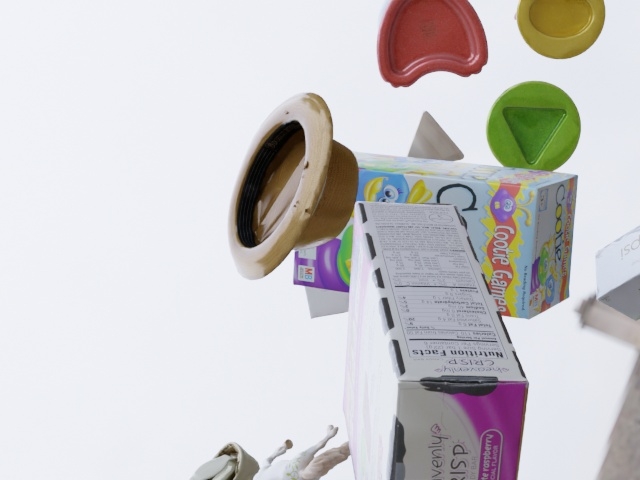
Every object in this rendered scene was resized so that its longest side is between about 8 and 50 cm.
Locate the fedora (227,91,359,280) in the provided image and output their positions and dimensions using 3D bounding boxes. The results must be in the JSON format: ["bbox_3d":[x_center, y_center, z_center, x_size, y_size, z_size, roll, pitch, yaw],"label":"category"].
[{"bbox_3d":[-0.019,-0.046,1.372,0.079,0.194,0.194,17,-84,-27],"label":"fedora"}]

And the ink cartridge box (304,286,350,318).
[{"bbox_3d":[0.000,0.000,1.954,0.115,0.067,0.198,-62,-39,-85],"label":"ink cartridge box"}]

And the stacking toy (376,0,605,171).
[{"bbox_3d":[0.227,-0.235,1.971,0.130,0.309,0.279,-99,9,-79],"label":"stacking toy"}]

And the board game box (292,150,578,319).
[{"bbox_3d":[0.125,-0.011,1.551,0.142,0.275,0.144,-16,-69,-62],"label":"board game box"}]

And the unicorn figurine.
[{"bbox_3d":[-0.036,0.243,1.428,0.111,0.060,0.162,-42,-7,-45],"label":"unicorn figurine"}]

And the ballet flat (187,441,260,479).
[{"bbox_3d":[-0.178,0.358,1.866,0.248,0.086,0.086,-42,-35,-29],"label":"ballet flat"}]

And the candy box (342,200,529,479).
[{"bbox_3d":[0.060,0.093,0.828,0.233,0.071,0.159,-98,10,-65],"label":"candy box"}]

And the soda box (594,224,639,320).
[{"bbox_3d":[0.417,0.009,1.633,0.216,0.069,0.073,-38,34,43],"label":"soda box"}]
